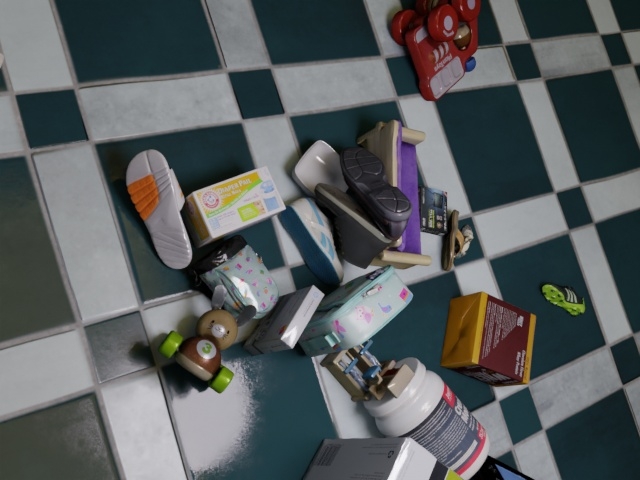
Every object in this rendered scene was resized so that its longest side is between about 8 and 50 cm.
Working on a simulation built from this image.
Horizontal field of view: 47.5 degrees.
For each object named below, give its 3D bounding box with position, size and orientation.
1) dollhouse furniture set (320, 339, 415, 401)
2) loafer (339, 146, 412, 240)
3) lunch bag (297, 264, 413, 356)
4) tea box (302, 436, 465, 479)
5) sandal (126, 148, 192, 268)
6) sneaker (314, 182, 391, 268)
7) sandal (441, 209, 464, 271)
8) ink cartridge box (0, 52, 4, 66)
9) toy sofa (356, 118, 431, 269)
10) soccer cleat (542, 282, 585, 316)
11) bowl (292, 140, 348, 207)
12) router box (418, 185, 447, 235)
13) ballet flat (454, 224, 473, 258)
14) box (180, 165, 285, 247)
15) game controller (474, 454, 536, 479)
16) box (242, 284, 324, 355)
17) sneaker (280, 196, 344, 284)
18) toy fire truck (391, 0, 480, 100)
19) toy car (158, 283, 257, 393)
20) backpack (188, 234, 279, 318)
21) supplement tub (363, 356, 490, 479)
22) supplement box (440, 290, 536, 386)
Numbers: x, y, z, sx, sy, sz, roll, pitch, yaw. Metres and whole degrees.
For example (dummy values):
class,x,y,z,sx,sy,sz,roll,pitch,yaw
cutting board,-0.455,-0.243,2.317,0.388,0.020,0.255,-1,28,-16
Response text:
class,x,y,z,sx,sy,sz,roll,pitch,yaw
dollhouse furniture set,0.121,0.279,1.685,0.129,0.183,0.129,49,58,-10
loafer,0.119,-0.114,1.730,0.109,0.095,0.303,-10,40,-19
lunch bag,0.061,0.164,1.625,0.224,0.279,0.108,-33,90,-31
tea box,0.159,0.593,1.537,0.323,0.329,0.220,41,60,-16
sandal,-0.340,-0.069,1.571,0.076,0.101,0.265,-68,146,-70
sneaker,0.053,-0.032,1.721,0.222,0.118,0.083,40,23,6
sandal,0.365,-0.001,1.969,0.049,0.072,0.180,16,63,-3
ink cartridge box,-0.744,-0.271,1.362,0.207,0.119,0.354,22,67,-24
toy sofa,0.201,-0.115,1.845,0.150,0.177,0.363,8,72,-30
soccer cleat,0.717,0.161,2.150,0.179,0.060,0.072,33,53,-26
bowl,0.001,-0.160,1.810,0.142,0.053,0.142,45,58,-12
router box,0.298,-0.081,1.974,0.092,0.038,0.123,10,72,-27
ballet flat,0.403,0.001,2.013,0.041,0.041,0.114,39,61,-16
box,-0.201,-0.076,1.640,0.203,0.103,0.114,-25,90,-33
game controller,0.515,0.641,1.844,0.319,0.166,0.067,30,96,-20
box,-0.083,0.177,1.592,0.038,0.186,0.145,41,60,-15
sneaker,0.000,0.000,1.750,0.092,0.087,0.229,-34,99,-40
toy fire truck,0.357,-0.574,2.091,0.302,0.169,0.254,-43,124,-31
toy car,-0.219,0.193,1.508,0.155,0.149,0.188,36,78,-7
backpack,-0.179,0.093,1.601,0.152,0.115,0.182,-38,100,-35
supplement tub,0.251,0.431,1.717,0.272,0.191,0.191,49,58,-11
supplement box,0.443,0.264,1.912,0.194,0.129,0.191,23,66,-23
